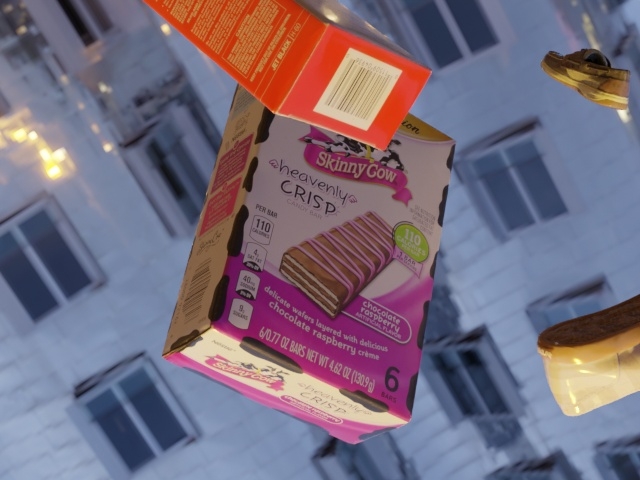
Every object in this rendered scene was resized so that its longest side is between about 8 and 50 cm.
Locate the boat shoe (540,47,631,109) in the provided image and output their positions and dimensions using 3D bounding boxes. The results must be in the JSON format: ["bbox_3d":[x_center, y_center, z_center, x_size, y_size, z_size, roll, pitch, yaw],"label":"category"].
[{"bbox_3d":[0.294,-0.185,1.405,0.152,0.056,0.049,47,-59,56],"label":"boat shoe"}]

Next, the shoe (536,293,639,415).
[{"bbox_3d":[0.254,0.063,0.901,0.219,0.058,0.076,-17,-170,-13],"label":"shoe"}]

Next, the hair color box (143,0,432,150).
[{"bbox_3d":[-0.026,-0.097,0.554,0.141,0.072,0.043,44,-71,38],"label":"hair color box"}]

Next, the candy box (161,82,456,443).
[{"bbox_3d":[0.000,0.000,0.885,0.071,0.159,0.233,-32,-141,48],"label":"candy box"}]
